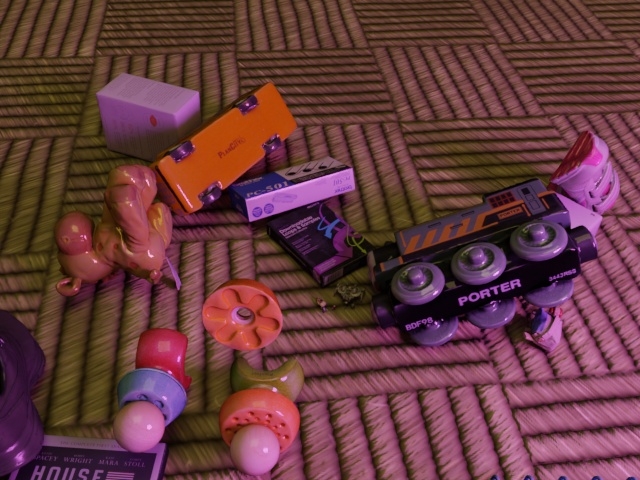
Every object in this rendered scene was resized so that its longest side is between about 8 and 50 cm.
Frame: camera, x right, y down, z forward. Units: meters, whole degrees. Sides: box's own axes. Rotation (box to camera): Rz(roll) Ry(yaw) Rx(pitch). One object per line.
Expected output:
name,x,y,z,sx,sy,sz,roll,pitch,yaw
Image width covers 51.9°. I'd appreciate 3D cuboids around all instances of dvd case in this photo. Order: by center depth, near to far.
dvd case,-0.288,0.338,0.751,0.180,0.029,0.238,4,44,0

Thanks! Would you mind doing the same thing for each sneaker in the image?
sneaker,-0.420,0.160,0.842,0.109,0.130,0.286,-22,37,-19
sneaker,0.461,-0.104,1.123,0.111,0.252,0.103,35,92,15

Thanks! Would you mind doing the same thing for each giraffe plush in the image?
giraffe plush,-0.330,-0.001,1.020,0.171,0.210,0.181,-14,9,4

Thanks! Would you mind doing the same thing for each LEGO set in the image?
LEGO set,0.035,0.085,1.033,0.083,0.023,0.054,-31,53,-30

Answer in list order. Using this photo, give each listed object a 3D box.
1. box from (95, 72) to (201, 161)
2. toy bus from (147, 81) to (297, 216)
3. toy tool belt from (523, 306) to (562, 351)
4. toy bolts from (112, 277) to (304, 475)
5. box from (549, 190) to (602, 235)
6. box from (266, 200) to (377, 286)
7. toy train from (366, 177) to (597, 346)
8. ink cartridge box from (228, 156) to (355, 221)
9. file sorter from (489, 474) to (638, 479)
box,-0.324,-0.230,1.267,0.171,0.130,0.091,17,45,13
toy bus,-0.180,-0.170,1.201,0.130,0.108,0.332,-10,28,45
toy tool belt,0.334,0.124,0.990,0.051,0.052,0.083,22,46,7
toy bolts,-0.144,0.176,0.805,0.229,0.218,0.158,-2,30,5
box,0.394,-0.010,1.105,0.101,0.087,0.102,-34,55,-32
box,0.000,0.000,1.117,0.116,0.029,0.162,-27,49,-28
toy train,0.228,0.029,0.986,0.334,0.142,0.190,-20,38,8
ink cartridge box,-0.052,-0.095,1.181,0.207,0.046,0.097,-18,27,-20
file sorter,0.272,0.331,0.734,0.171,0.104,0.118,1,43,-2
